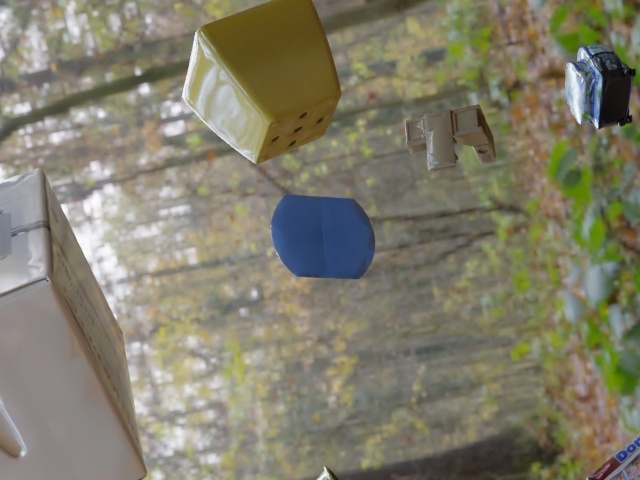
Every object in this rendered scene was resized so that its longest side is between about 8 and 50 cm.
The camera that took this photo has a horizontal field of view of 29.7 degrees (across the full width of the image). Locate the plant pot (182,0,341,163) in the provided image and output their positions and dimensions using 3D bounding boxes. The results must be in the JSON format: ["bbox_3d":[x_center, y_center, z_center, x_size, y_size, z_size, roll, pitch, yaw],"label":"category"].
[{"bbox_3d":[-0.083,-0.257,2.018,0.187,0.212,0.212,57,155,16],"label":"plant pot"}]

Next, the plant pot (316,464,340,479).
[{"bbox_3d":[0.001,0.263,1.106,0.083,0.079,0.083,50,178,2],"label":"plant pot"}]

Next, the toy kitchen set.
[{"bbox_3d":[0.144,-0.094,1.316,0.075,0.083,0.068,49,-146,-58],"label":"toy kitchen set"}]

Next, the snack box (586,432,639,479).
[{"bbox_3d":[0.431,0.277,1.589,0.022,0.178,0.064,44,170,48],"label":"snack box"}]

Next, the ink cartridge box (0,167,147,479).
[{"bbox_3d":[-0.251,0.085,1.062,0.283,0.117,0.207,-124,12,-65],"label":"ink cartridge box"}]

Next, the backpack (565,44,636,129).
[{"bbox_3d":[0.402,-0.229,1.759,0.114,0.084,0.105,-97,1,-53],"label":"backpack"}]

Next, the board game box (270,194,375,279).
[{"bbox_3d":[0.000,0.000,1.835,0.033,0.168,0.133,134,135,-60],"label":"board game box"}]
